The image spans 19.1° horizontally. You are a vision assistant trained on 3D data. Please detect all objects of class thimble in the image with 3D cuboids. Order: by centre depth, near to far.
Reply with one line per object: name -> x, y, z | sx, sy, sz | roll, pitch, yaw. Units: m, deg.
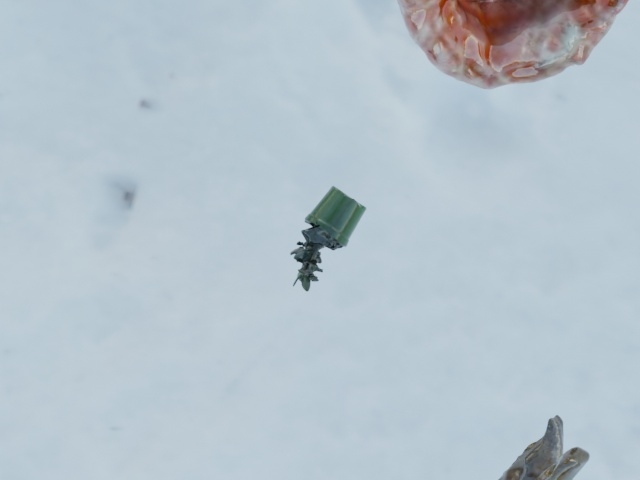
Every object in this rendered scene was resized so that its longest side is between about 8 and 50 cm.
thimble -> 0.166, -0.268, 1.730 | 0.239, 0.239, 0.162 | -35, 41, 17

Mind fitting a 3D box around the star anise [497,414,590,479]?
star anise -> 0.154, 0.291, 1.519 | 0.109, 0.349, 0.292 | 2, 77, -5

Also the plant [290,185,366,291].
plant -> 0.000, 0.000, 1.811 | 0.051, 0.051, 0.102 | 33, 89, 24
